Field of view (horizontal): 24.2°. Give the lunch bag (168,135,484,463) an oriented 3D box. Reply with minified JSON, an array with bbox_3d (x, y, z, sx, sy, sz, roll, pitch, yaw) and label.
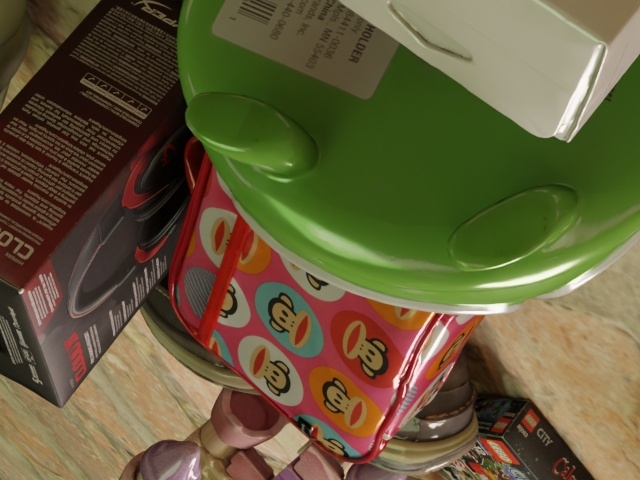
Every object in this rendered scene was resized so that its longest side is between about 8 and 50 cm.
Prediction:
[{"bbox_3d":[0.000,0.000,1.086,0.258,0.120,0.293,41,142,16],"label":"lunch bag"}]

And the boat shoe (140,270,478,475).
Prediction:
[{"bbox_3d":[-0.010,0.070,1.302,0.355,0.132,0.130,23,123,27],"label":"boat shoe"}]

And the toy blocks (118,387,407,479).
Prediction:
[{"bbox_3d":[0.005,0.232,1.351,0.288,0.309,0.260,49,136,6],"label":"toy blocks"}]

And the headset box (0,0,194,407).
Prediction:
[{"bbox_3d":[-0.187,-0.023,1.156,0.110,0.293,0.218,30,154,14],"label":"headset box"}]

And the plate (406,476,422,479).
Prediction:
[{"bbox_3d":[0.197,0.375,1.511,0.277,0.045,0.278,46,171,40],"label":"plate"}]

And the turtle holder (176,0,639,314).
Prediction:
[{"bbox_3d":[0.094,-0.079,0.771,0.320,0.243,0.227,-5,165,4],"label":"turtle holder"}]

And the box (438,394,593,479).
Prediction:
[{"bbox_3d":[0.189,0.232,1.360,0.233,0.044,0.159,50,156,-22],"label":"box"}]

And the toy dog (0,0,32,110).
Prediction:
[{"bbox_3d":[-0.444,-0.141,1.194,0.285,0.408,0.395,35,155,16],"label":"toy dog"}]

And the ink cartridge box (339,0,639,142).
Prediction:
[{"bbox_3d":[0.102,-0.157,0.610,0.140,0.190,0.082,36,157,10],"label":"ink cartridge box"}]
